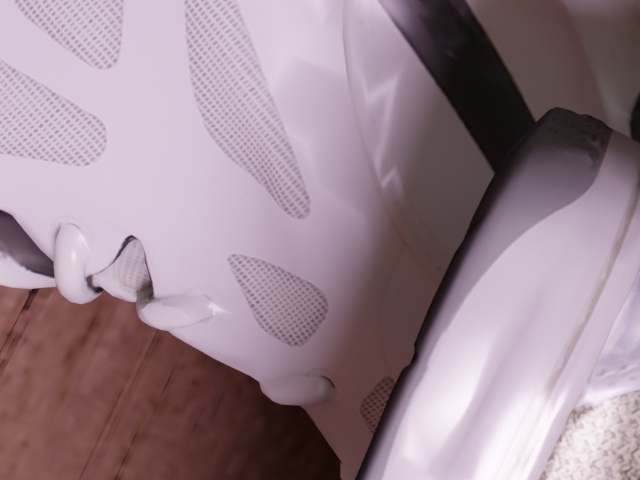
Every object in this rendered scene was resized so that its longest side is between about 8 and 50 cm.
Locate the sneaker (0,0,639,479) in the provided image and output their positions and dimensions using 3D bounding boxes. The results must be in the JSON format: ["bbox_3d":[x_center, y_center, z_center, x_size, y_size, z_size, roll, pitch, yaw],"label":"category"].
[{"bbox_3d":[0.000,-0.001,0.539,0.447,0.257,0.169,64,27,-12],"label":"sneaker"}]

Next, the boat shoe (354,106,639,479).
[{"bbox_3d":[0.036,0.132,0.417,0.103,0.118,0.320,21,104,7],"label":"boat shoe"}]
